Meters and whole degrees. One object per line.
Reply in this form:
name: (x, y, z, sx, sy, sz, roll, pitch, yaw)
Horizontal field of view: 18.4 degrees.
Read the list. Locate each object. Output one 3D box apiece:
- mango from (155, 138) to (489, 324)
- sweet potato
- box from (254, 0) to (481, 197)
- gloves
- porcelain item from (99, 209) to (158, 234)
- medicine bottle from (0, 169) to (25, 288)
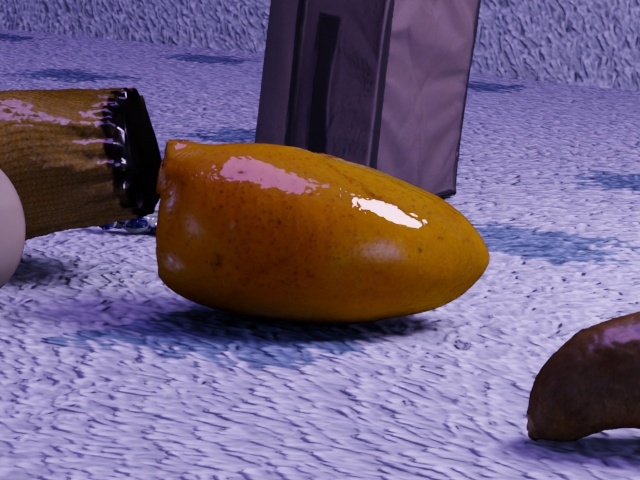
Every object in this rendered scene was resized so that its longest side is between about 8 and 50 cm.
mango: (0.000, 0.000, 1.438, 0.252, 0.126, 0.154, 9, -2, -10)
sweet potato: (0.296, 0.088, 1.148, 0.342, 0.092, 0.114, 6, 35, 12)
box: (0.049, -0.164, 2.031, 0.153, 0.252, 0.188, 16, 17, 32)
gloves: (-0.303, -0.056, 1.549, 0.357, 0.155, 0.203, 5, 20, 2)
porcelain item: (-0.125, -0.016, 1.768, 0.136, 0.021, 0.075, -4, 12, -37)
medicine bottle: (-0.311, 0.004, 1.324, 0.114, 0.114, 0.252, 8, 12, 26)
